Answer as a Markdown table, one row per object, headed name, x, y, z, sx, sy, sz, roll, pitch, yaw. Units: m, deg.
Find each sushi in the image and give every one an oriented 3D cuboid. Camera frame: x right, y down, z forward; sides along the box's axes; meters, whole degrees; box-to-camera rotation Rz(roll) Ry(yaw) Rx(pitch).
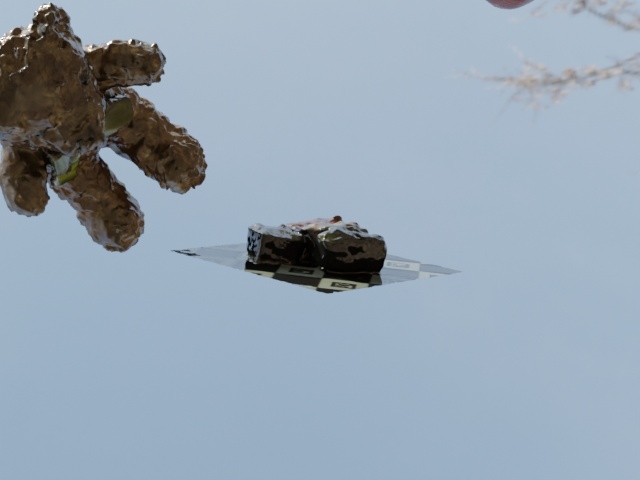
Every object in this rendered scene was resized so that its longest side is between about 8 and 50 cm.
| name | x | y | z | sx | sy | sz | roll | pitch | yaw |
| --- | --- | --- | --- | --- | --- | --- | --- | --- | --- |
| sushi | 0.000 | 0.000 | 1.287 | 0.231 | 0.219 | 0.047 | -6 | -75 | -50 |

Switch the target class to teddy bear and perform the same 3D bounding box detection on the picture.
| name | x | y | z | sx | sy | sz | roll | pitch | yaw |
| --- | --- | --- | --- | --- | --- | --- | --- | --- | --- |
| teddy bear | -0.254 | -0.118 | 1.358 | 0.246 | 0.222 | 0.296 | -45 | -68 | -2 |

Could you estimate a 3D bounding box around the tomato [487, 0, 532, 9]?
| name | x | y | z | sx | sy | sz | roll | pitch | yaw |
| --- | --- | --- | --- | --- | --- | --- | --- | --- | --- |
| tomato | 0.293 | -0.412 | 1.776 | 0.155 | 0.069 | 0.156 | -7 | -67 | -18 |
